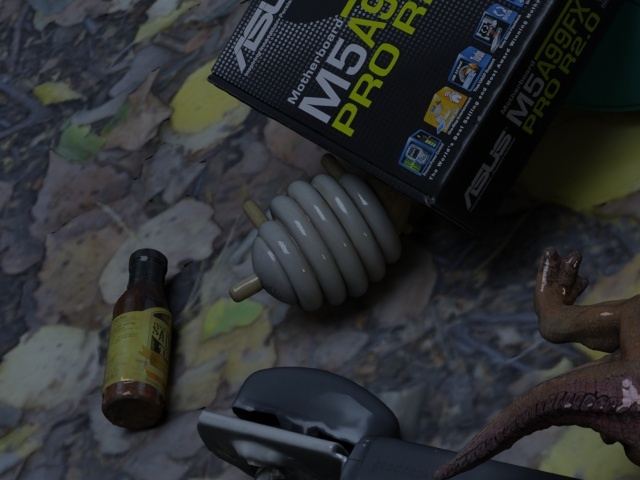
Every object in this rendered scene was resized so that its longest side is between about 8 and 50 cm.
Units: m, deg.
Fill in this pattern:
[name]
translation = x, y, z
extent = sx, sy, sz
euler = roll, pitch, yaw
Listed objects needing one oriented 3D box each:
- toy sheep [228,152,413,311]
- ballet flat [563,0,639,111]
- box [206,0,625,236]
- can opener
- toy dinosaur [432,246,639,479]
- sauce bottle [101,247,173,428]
[toy sheep]
translation = 0.000, 0.000, 1.232
extent = 0.132, 0.091, 0.091
euler = -34, 43, -5
[ballet flat]
translation = 0.120, -0.152, 1.296
extent = 0.342, 0.116, 0.124
euler = 0, 34, 37
[box]
translation = 0.078, -0.165, 1.200
extent = 0.216, 0.060, 0.270
euler = 33, 92, 41
[can opener]
translation = 0.055, 0.121, 1.098
extent = 0.283, 0.076, 0.095
euler = 8, 58, 35
[toy dinosaur]
translation = 0.206, 0.078, 0.949
extent = 0.295, 0.127, 0.200
euler = -5, 20, -6
[sauce bottle]
translation = -0.116, 0.060, 1.281
extent = 0.042, 0.042, 0.128
euler = -15, 48, 20
